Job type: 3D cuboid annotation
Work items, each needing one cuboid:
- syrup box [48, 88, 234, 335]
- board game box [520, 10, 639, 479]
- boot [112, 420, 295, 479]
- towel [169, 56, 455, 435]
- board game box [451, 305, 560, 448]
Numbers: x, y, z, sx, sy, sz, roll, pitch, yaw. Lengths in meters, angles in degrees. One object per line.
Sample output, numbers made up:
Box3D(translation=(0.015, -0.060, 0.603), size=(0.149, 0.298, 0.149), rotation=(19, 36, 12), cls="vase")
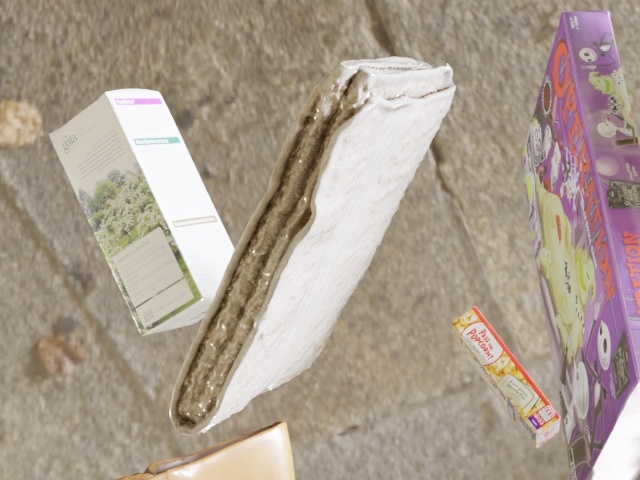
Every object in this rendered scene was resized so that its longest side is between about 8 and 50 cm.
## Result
Box3D(translation=(-0.175, -0.031, 1.323), size=(0.093, 0.096, 0.237), rotation=(-31, 79, 29), cls="syrup box")
Box3D(translation=(0.221, 0.010, 1.044), size=(0.056, 0.347, 0.208), rotation=(2, 145, -7), cls="board game box")
Box3D(translation=(-0.004, 0.231, 0.644), size=(0.264, 0.096, 0.280), rotation=(-12, 86, -22), cls="boot")
Box3D(translation=(0.000, 0.000, 0.909), size=(0.049, 0.187, 0.282), rotation=(33, 111, 17), cls="towel")
Box3D(translation=(0.262, 0.196, 1.819), size=(0.045, 0.193, 0.147), rotation=(-36, 162, -2), cls="board game box")
